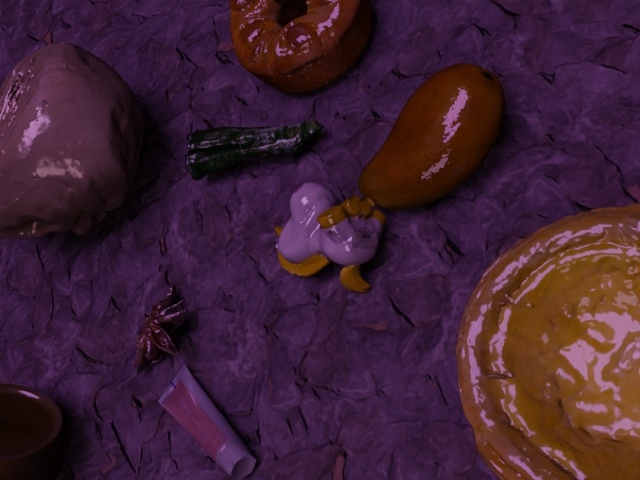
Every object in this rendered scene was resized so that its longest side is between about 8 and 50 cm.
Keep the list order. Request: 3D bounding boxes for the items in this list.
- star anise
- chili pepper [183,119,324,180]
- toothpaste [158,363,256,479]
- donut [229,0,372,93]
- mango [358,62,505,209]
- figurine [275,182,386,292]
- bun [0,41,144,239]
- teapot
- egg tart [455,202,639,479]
[{"bbox_3d":[-0.226,0.120,1.177,0.124,0.056,0.129,-28,45,40],"label":"star anise"},{"bbox_3d":[-0.095,-0.149,1.211,0.226,0.059,0.088,-9,61,26],"label":"chili pepper"},{"bbox_3d":[-0.156,0.246,1.092,0.194,0.043,0.067,37,94,42],"label":"toothpaste"},{"bbox_3d":[-0.031,-0.330,1.212,0.226,0.114,0.227,-12,64,26],"label":"donut"},{"bbox_3d":[0.142,-0.124,1.034,0.227,0.099,0.136,-45,55,18],"label":"mango"},{"bbox_3d":[-0.001,-0.008,1.075,0.178,0.109,0.130,17,107,39],"label":"figurine"},{"bbox_3d":[-0.431,-0.151,1.313,0.362,0.234,0.326,-20,53,40],"label":"bun"},{"bbox_3d":[-0.474,0.320,1.179,0.268,0.185,0.175,-113,37,-63],"label":"teapot"},{"bbox_3d":[0.310,0.131,0.801,0.345,0.132,0.346,-13,63,27],"label":"egg tart"}]
